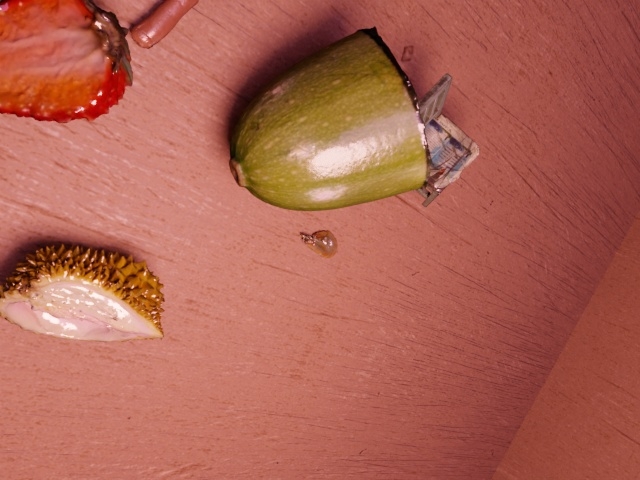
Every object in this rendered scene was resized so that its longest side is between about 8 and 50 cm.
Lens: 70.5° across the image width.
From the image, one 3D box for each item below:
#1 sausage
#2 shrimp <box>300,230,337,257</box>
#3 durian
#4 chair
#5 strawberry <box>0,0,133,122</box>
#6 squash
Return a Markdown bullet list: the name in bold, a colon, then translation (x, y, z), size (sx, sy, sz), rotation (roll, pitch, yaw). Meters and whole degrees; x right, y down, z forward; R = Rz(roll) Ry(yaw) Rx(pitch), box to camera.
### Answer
- **sausage**: translation (-0.233, -0.364, 0.711), size (0.158, 0.036, 0.042), rotation (-51, 138, -6)
- **shrimp**: translation (0.000, 0.000, 1.017), size (0.108, 0.023, 0.059), rotation (37, 77, -37)
- **durian**: translation (-0.385, 0.084, 0.740), size (0.250, 0.183, 0.138), rotation (17, 63, -33)
- **chair**: translation (0.238, -0.187, 0.930), size (0.147, 0.270, 0.136), rotation (42, 81, 7)
- **strawberry**: translation (-0.378, -0.238, 0.631), size (0.236, 0.111, 0.190), rotation (-13, 88, -4)
- **squash**: translation (-0.008, -0.170, 0.817), size (0.309, 0.310, 0.310), rotation (-24, 122, -2)
